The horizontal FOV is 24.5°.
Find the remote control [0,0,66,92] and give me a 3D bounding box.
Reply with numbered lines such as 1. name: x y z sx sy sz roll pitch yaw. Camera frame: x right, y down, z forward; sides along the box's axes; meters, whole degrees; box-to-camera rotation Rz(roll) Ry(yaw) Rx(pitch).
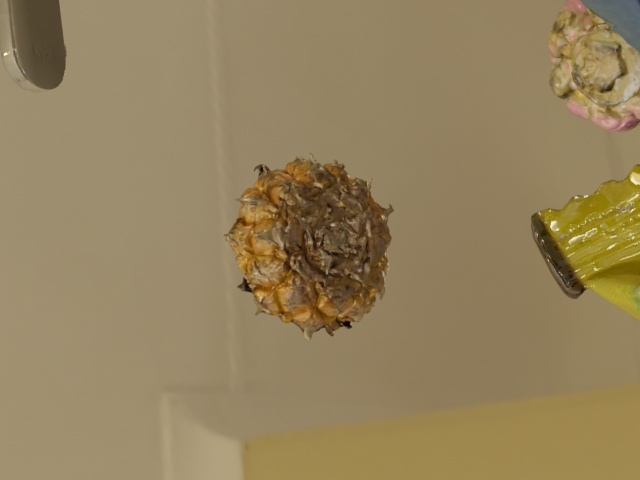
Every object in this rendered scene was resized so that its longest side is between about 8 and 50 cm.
1. remote control: -0.281 -0.261 1.401 0.077 0.022 0.245 4 -103 -60

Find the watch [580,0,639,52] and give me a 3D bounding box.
1. watch: 0.053 -0.174 0.497 0.274 0.068 0.276 19 -128 -34

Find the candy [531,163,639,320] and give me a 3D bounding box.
1. candy: 0.238 0.074 0.630 0.081 0.187 0.297 69 176 -70

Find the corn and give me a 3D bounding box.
1. corn: 0.289 -0.189 1.231 0.335 0.126 0.127 -40 -68 -53

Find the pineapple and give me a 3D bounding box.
1. pineapple: 0.000 0.000 1.621 0.224 0.076 0.225 10 -111 -28
